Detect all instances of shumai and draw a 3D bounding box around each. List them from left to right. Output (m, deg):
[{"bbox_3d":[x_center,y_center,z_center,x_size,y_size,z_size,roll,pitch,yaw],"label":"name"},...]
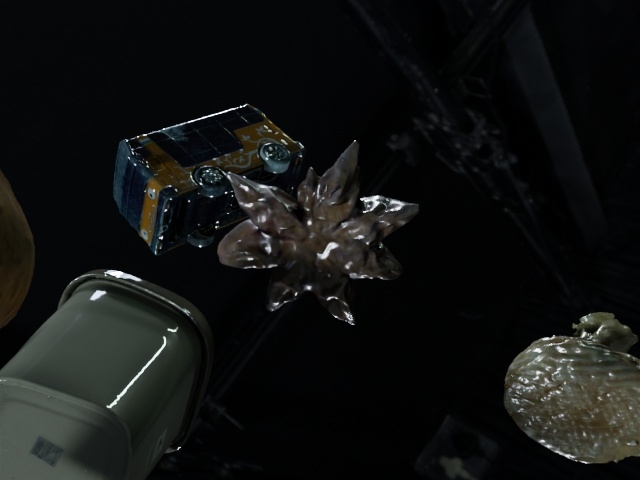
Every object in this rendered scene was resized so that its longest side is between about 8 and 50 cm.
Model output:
[{"bbox_3d":[0.356,0.191,1.020,0.153,0.210,0.161,-48,-45,-63],"label":"shumai"}]

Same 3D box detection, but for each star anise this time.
[{"bbox_3d":[-0.006,-0.016,1.158,0.108,0.316,0.315,-75,-20,-59],"label":"star anise"}]

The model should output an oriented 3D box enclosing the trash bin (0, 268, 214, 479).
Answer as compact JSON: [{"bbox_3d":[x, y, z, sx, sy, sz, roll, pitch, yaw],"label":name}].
[{"bbox_3d":[-0.263,0.186,0.896,0.250,0.219,0.219,-63,-10,-71],"label":"trash bin"}]

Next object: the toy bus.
[{"bbox_3d":[-0.208,-0.120,1.421,0.324,0.194,0.161,-25,-31,-38],"label":"toy bus"}]

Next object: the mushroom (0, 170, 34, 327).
[{"bbox_3d":[-0.292,0.001,0.438,0.264,0.195,0.283,3,-45,-1],"label":"mushroom"}]
